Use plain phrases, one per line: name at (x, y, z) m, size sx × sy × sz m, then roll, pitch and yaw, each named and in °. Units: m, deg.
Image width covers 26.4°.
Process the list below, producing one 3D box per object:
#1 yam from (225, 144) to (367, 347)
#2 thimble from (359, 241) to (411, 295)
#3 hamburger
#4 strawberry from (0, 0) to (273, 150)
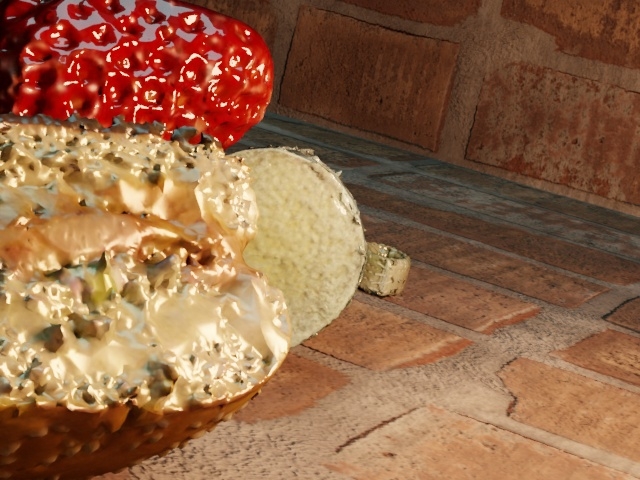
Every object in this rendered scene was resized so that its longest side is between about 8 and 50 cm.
yam at (-0.059, -0.007, 1.672) m, size 0.241 × 0.241 × 0.348 m, roll 12°, pitch 7°, yaw -1°
thimble at (0.092, 0.044, 2.048) m, size 0.084 × 0.062 × 0.110 m, roll 11°, pitch 12°, yaw -12°
hamburger at (-0.253, 0.071, 1.092) m, size 0.445 × 0.287 × 0.268 m, roll -1°, pitch 61°, yaw -40°
strawberry at (-0.223, -0.155, 1.585) m, size 0.345 × 0.317 × 0.295 m, roll -4°, pitch 46°, yaw -5°
